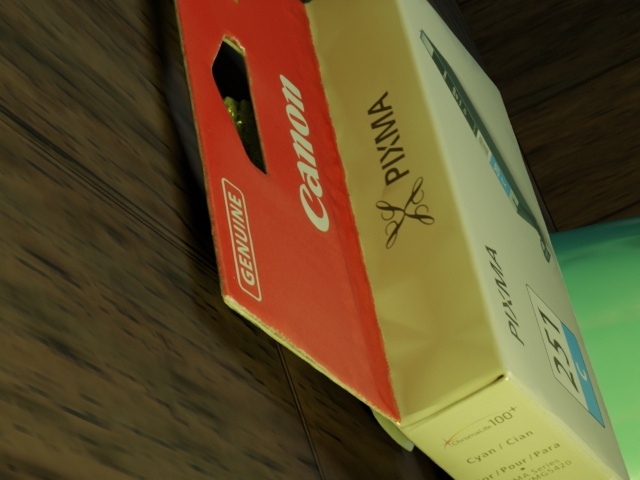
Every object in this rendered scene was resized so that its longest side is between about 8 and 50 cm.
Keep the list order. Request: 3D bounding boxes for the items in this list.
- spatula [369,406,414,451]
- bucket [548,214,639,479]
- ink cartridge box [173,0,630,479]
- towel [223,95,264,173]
[{"bbox_3d":[0.037,0.050,0.952,0.168,0.019,0.242,65,9,22],"label":"spatula"},{"bbox_3d":[0.190,0.114,1.004,0.281,0.183,0.281,-17,90,-78],"label":"bucket"},{"bbox_3d":[0.035,-0.032,0.811,0.261,0.066,0.296,42,26,-43],"label":"ink cartridge box"},{"bbox_3d":[0.000,0.000,0.818,0.110,0.027,0.148,15,48,-61],"label":"towel"}]
